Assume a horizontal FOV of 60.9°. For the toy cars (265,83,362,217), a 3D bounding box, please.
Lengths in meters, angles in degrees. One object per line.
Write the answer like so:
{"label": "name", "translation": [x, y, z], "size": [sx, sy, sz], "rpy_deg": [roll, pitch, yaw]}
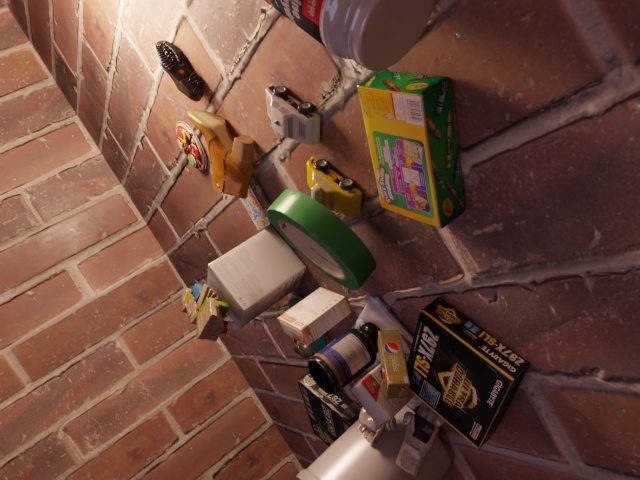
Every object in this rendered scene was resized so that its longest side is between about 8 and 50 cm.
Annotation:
{"label": "toy cars", "translation": [-0.037, -0.214, 1.365], "size": [0.394, 0.087, 0.176], "rpy_deg": [60, 153, -7]}

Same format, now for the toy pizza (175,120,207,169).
{"label": "toy pizza", "translation": [-0.495, -0.352, 2.053], "size": [0.201, 0.032, 0.201], "rpy_deg": [40, 150, 29]}

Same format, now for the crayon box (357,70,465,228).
{"label": "crayon box", "translation": [0.178, -0.174, 1.051], "size": [0.165, 0.081, 0.279], "rpy_deg": [26, 141, 47]}

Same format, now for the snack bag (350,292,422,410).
{"label": "snack bag", "translation": [0.218, 0.346, 1.627], "size": [0.323, 0.037, 0.342], "rpy_deg": [48, 153, 17]}

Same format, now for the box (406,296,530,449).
{"label": "box", "translation": [0.338, 0.326, 1.328], "size": [0.257, 0.079, 0.322], "rpy_deg": [39, 145, 32]}

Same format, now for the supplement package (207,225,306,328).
{"label": "supplement package", "translation": [-0.222, 0.126, 1.868], "size": [0.199, 0.262, 0.198], "rpy_deg": [50, 154, 14]}

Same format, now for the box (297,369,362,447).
{"label": "box", "translation": [0.068, 0.765, 2.292], "size": [0.318, 0.097, 0.395], "rpy_deg": [28, 142, 39]}

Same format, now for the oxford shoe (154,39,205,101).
{"label": "oxford shoe", "translation": [-0.453, -0.531, 1.726], "size": [0.227, 0.082, 0.096], "rpy_deg": [55, 158, 5]}

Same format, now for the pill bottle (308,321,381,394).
{"label": "pill bottle", "translation": [0.082, 0.330, 1.559], "size": [0.123, 0.219, 0.123], "rpy_deg": [38, 145, 33]}

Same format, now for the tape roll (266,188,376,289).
{"label": "tape roll", "translation": [0.000, 0.000, 1.445], "size": [0.321, 0.077, 0.321], "rpy_deg": [38, 166, 11]}

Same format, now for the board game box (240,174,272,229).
{"label": "board game box", "translation": [-0.223, -0.137, 1.830], "size": [0.201, 0.035, 0.136], "rpy_deg": [60, 154, -7]}

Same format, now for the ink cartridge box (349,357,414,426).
{"label": "ink cartridge box", "translation": [0.188, 0.405, 1.509], "size": [0.127, 0.175, 0.072], "rpy_deg": [50, 139, 11]}

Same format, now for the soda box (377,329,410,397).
{"label": "soda box", "translation": [0.193, 0.326, 1.454], "size": [0.181, 0.058, 0.061], "rpy_deg": [-94, 3, -50]}

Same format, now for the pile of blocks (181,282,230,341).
{"label": "pile of blocks", "translation": [-0.372, 0.226, 1.849], "size": [0.112, 0.149, 0.362], "rpy_deg": [20, -177, -28]}

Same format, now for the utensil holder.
{"label": "utensil holder", "translation": [0.173, 0.733, 1.711], "size": [0.327, 0.385, 0.328], "rpy_deg": [43, 158, 22]}

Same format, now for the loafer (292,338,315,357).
{"label": "loafer", "translation": [-0.069, 0.426, 2.183], "size": [0.170, 0.062, 0.061], "rpy_deg": [2, 117, 57]}

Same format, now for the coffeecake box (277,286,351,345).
{"label": "coffeecake box", "translation": [-0.020, 0.239, 1.739], "size": [0.142, 0.185, 0.068], "rpy_deg": [15, 133, 54]}

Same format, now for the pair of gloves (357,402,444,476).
{"label": "pair of gloves", "translation": [0.225, 0.529, 1.580], "size": [0.240, 0.204, 0.042], "rpy_deg": [32, -177, 34]}

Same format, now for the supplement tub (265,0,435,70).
{"label": "supplement tub", "translation": [0.032, -0.422, 0.893], "size": [0.272, 0.191, 0.191], "rpy_deg": [44, 152, 24]}

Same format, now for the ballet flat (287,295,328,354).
{"label": "ballet flat", "translation": [-0.042, 0.302, 1.994], "size": [0.241, 0.091, 0.077], "rpy_deg": [64, -176, -6]}

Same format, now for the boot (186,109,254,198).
{"label": "boot", "translation": [-0.330, -0.271, 1.729], "size": [0.295, 0.104, 0.211], "rpy_deg": [34, 126, 25]}
